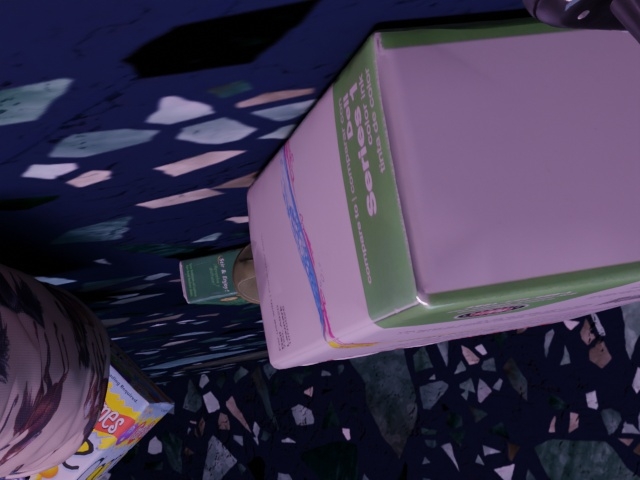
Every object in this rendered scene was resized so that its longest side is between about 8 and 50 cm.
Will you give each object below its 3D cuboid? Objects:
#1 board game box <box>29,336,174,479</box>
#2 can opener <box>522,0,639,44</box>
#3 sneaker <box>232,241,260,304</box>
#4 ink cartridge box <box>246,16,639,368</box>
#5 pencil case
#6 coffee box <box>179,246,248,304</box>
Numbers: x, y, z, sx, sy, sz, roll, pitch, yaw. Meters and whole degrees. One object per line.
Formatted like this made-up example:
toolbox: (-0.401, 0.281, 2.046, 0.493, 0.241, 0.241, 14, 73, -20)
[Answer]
board game box: (-0.291, 0.201, 1.127, 0.275, 0.144, 0.142, -45, 173, -4)
can opener: (0.132, -0.086, 0.396, 0.186, 0.073, 0.059, -15, 170, -47)
sneaker: (0.000, 0.000, 0.846, 0.192, 0.064, 0.086, -15, 163, 31)
ink cartridge box: (0.088, -0.016, 0.614, 0.201, 0.117, 0.278, -8, 172, -16)
pencil case: (-0.256, 0.090, 0.765, 0.183, 0.160, 0.410, -34, 173, -2)
coffee box: (-0.011, 0.019, 1.020, 0.184, 0.040, 0.113, -12, 172, 18)
